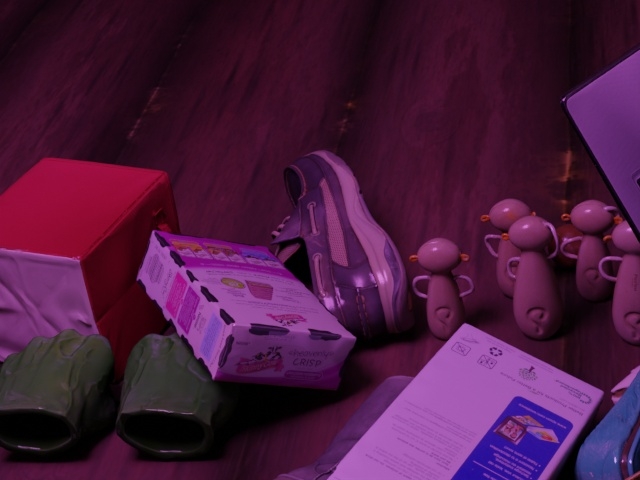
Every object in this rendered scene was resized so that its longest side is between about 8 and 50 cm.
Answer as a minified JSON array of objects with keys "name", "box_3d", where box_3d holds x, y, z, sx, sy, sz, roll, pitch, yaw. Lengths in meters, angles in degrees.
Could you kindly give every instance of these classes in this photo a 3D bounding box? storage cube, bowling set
[{"name":"storage cube","box_3d":[-0.291,0.033,1.725,0.215,0.183,0.193,7,36,25]},{"name":"bowling set","box_3d":[0.253,0.004,1.639,0.287,0.154,0.200,-1,32,14]}]

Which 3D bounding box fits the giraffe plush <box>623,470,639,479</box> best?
[{"name":"giraffe plush","box_3d":[0.273,0.285,1.181,0.181,0.210,0.170,-21,74,-35]}]

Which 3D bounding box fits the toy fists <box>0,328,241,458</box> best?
[{"name":"toy fists","box_3d":[-0.224,0.166,1.574,0.279,0.096,0.142,-1,39,11]}]

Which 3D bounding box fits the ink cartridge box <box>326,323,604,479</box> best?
[{"name":"ink cartridge box","box_3d":[0.132,0.206,1.348,0.165,0.065,0.333,28,34,18]}]

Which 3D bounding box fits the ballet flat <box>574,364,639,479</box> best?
[{"name":"ballet flat","box_3d":[0.316,0.170,1.424,0.087,0.083,0.247,-9,23,41]}]

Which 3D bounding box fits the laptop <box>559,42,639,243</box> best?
[{"name":"laptop","box_3d":[0.517,-0.069,1.360,0.382,0.408,0.236,-34,9,-13]}]

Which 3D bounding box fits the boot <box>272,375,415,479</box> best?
[{"name":"boot","box_3d":[0.072,0.223,1.426,0.190,0.076,0.208,22,36,39]}]

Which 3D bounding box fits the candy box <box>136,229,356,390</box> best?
[{"name":"candy box","box_3d":[-0.087,0.076,1.598,0.159,0.071,0.233,9,20,-32]}]

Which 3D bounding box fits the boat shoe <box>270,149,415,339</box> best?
[{"name":"boat shoe","box_3d":[0.000,0.000,1.745,0.130,0.132,0.355,-17,31,-9]}]
